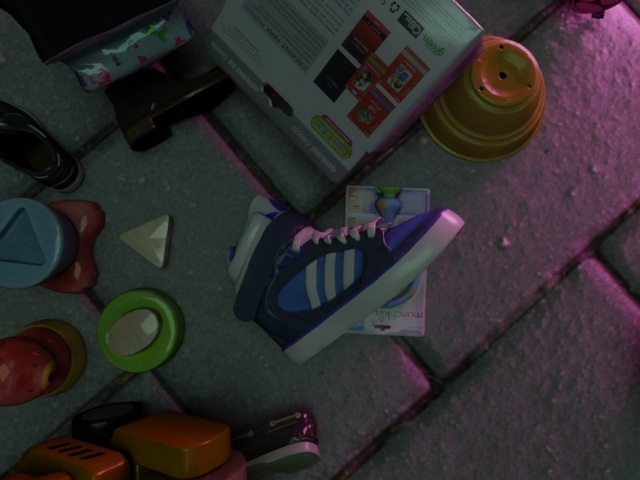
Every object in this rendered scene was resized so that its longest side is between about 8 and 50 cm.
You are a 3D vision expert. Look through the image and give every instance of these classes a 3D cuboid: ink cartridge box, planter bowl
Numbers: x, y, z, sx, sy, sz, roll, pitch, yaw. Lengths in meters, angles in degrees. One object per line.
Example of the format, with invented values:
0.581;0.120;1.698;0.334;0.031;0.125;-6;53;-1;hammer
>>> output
0.025;-0.285;0.605;0.309;0.130;0.272;47;114;4;ink cartridge box
0.269;-0.240;0.646;0.216;0.090;0.218;0;86;0;planter bowl

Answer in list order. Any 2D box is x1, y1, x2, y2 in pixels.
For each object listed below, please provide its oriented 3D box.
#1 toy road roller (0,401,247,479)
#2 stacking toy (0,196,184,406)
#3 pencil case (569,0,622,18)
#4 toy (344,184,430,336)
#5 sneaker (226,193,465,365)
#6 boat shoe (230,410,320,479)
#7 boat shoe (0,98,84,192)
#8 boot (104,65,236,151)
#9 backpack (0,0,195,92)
-0.267;0.339;0.490;0.329;0.240;0.203;-6;86;31;toy road roller
-0.360;0.082;0.601;0.278;0.130;0.310;-4;86;0;stacking toy
0.451;-0.479;0.664;0.098;0.095;0.210;-1;84;17;pencil case
0.103;0.031;0.643;0.136;0.056;0.238;3;86;1;toy
0.000;0.000;0.573;0.322;0.130;0.236;-42;80;22;sneaker
-0.110;0.319;0.617;0.227;0.081;0.069;-20;41;9;boat shoe
-0.485;-0.165;0.646;0.233;0.079;0.084;36;88;4;boat shoe
-0.234;-0.244;0.650;0.219;0.082;0.106;-33;89;-1;boot
-0.310;-0.342;0.586;0.225;0.191;0.253;-33;45;-10;backpack
